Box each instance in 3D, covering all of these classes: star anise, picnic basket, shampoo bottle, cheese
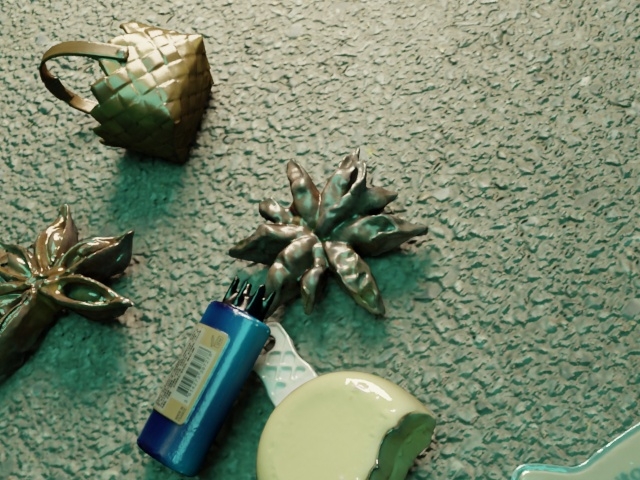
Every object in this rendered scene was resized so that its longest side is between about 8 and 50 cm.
[{"bbox_3d":[0.000,0.000,0.958,0.182,0.065,0.195,-40,66,-3],"label":"star anise"},{"bbox_3d":[-0.218,-0.171,1.082,0.179,0.128,0.137,10,62,11],"label":"picnic basket"},{"bbox_3d":[-0.278,0.045,1.018,0.208,0.063,0.171,-27,52,4],"label":"star anise"},{"bbox_3d":[-0.100,0.119,0.902,0.087,0.050,0.183,13,73,55],"label":"shampoo bottle"},{"bbox_3d":[-0.013,0.174,0.853,0.249,0.071,0.163,23,69,39],"label":"cheese"}]

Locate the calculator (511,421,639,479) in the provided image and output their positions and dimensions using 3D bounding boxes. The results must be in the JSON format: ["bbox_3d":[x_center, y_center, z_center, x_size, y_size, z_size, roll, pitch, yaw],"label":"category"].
[{"bbox_3d":[0.326,0.277,0.694,0.256,0.054,0.386,-30,58,-10],"label":"calculator"}]
